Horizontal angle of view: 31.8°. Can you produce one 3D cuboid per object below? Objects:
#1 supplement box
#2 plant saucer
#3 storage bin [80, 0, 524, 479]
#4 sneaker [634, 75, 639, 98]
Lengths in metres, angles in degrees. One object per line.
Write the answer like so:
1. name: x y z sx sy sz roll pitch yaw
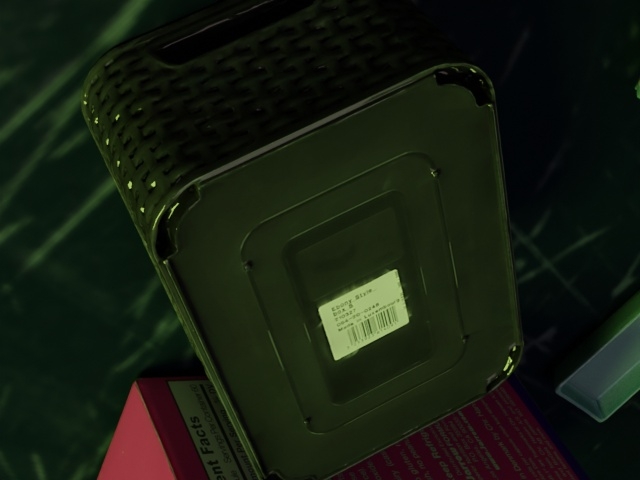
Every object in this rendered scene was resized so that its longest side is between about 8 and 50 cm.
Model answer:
1. supplement box: 0.011 0.137 0.540 0.220 0.114 0.111 2 127 -31
2. plant saucer: 0.212 0.026 0.633 0.192 0.018 0.067 -44 137 12
3. storage bin: 0.000 0.000 0.429 0.122 0.084 0.180 -26 136 -9
4. sneaker: 0.257 -0.075 0.470 0.228 0.087 0.092 8 125 -5
